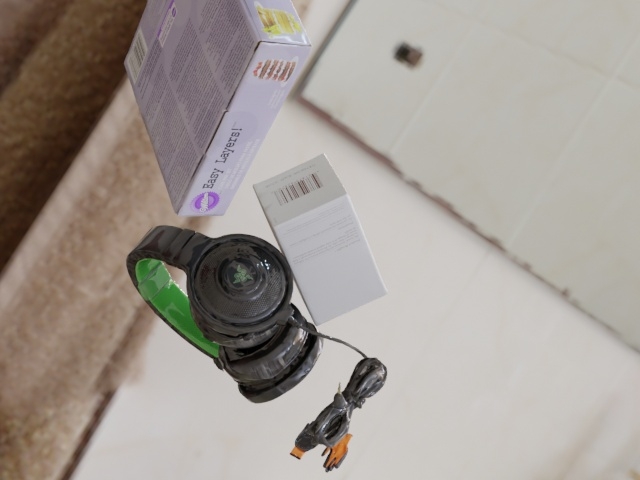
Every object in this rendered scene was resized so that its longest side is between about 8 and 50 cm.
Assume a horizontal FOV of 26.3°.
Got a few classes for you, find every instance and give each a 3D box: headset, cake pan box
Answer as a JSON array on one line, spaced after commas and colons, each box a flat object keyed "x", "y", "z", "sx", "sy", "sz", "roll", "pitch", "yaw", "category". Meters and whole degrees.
[{"x": -0.094, "y": 0.122, "z": 1.696, "sx": 0.394, "sy": 0.185, "sz": 0.243, "roll": 19, "pitch": -31, "yaw": 33, "category": "headset"}, {"x": -0.122, "y": -0.193, "z": 1.464, "sx": 0.070, "sy": 0.267, "sz": 0.245, "roll": 3, "pitch": 46, "yaw": -29, "category": "cake pan box"}]

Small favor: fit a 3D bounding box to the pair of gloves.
[{"x": 0.002, "y": 0.317, "z": 2.107, "sx": 0.083, "sy": 0.074, "sz": 0.010, "roll": 21, "pitch": -34, "yaw": 18, "category": "pair of gloves"}]

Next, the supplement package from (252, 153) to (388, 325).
[{"x": 0.000, "y": 0.000, "z": 1.745, "sx": 0.105, "sy": 0.105, "sz": 0.179, "roll": -119, "pitch": -175, "yaw": -52, "category": "supplement package"}]
